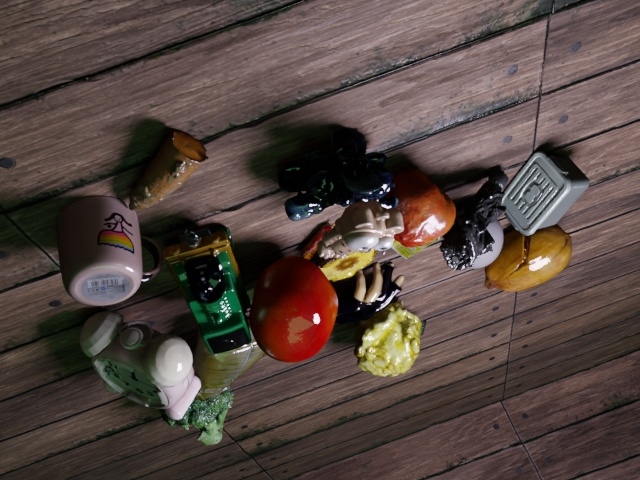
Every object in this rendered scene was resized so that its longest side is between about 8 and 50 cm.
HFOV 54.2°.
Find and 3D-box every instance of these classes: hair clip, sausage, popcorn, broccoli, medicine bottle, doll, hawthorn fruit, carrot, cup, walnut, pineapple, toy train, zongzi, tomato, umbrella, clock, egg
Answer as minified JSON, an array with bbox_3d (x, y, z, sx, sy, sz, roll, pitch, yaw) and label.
[{"bbox_3d":[0.057,-0.141,1.552,0.310,0.194,0.206,-3,147,-24],"label":"hair clip"},{"bbox_3d":[0.000,0.000,1.815,0.050,0.048,0.145,38,120,-7],"label":"sausage"},{"bbox_3d":[0.239,0.342,2.203,0.237,0.293,0.293,18,141,9],"label":"popcorn"},{"bbox_3d":[-0.424,0.592,2.211,0.270,0.270,0.270,-18,106,-3],"label":"broccoli"},{"bbox_3d":[0.293,-0.040,1.867,0.188,0.088,0.132,-33,141,18],"label":"medicine bottle"},{"bbox_3d":[0.090,-0.014,1.521,0.154,0.119,0.278,0,162,-18],"label":"doll"},{"bbox_3d":[0.238,-0.061,1.709,0.207,0.207,0.243,27,106,-45],"label":"hawthorn fruit"},{"bbox_3d":[-0.369,-0.143,1.432,0.102,0.102,0.263,21,133,-42],"label":"carrot"},{"bbox_3d":[-0.495,0.039,1.496,0.253,0.200,0.191,16,130,-40],"label":"cup"},{"bbox_3d":[0.677,0.064,2.091,0.209,0.209,0.336,19,129,-41],"label":"walnut"},{"bbox_3d":[0.072,0.047,1.872,0.225,0.076,0.225,-21,157,-9],"label":"pineapple"},{"bbox_3d":[-0.290,0.136,1.676,0.178,0.249,0.429,-16,144,-5],"label":"toy train"},{"bbox_3d":[-0.258,0.382,2.075,0.360,0.160,0.323,-2,131,-35],"label":"zongzi"},{"bbox_3d":[-0.071,0.195,1.756,0.226,0.298,0.298,12,146,15],"label":"tomato"},{"bbox_3d":[0.455,-0.054,1.763,0.336,0.128,0.154,-46,136,-33],"label":"umbrella"},{"bbox_3d":[-0.520,0.359,1.832,0.342,0.184,0.326,14,146,11],"label":"clock"},{"bbox_3d":[0.474,-0.004,1.926,0.176,0.176,0.232,-25,146,6],"label":"egg"}]

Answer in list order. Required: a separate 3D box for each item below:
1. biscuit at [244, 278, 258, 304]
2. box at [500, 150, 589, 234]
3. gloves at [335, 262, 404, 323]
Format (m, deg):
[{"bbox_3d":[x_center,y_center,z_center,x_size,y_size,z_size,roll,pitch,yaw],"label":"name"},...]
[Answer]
[{"bbox_3d":[-0.140,0.145,1.934,0.199,0.040,0.121,-25,140,8],"label":"biscuit"},{"bbox_3d":[0.673,-0.143,1.871,0.135,0.163,0.243,-6,141,-33],"label":"box"},{"bbox_3d":[0.137,0.182,2.048,0.301,0.152,0.197,-37,170,-1],"label":"gloves"}]
